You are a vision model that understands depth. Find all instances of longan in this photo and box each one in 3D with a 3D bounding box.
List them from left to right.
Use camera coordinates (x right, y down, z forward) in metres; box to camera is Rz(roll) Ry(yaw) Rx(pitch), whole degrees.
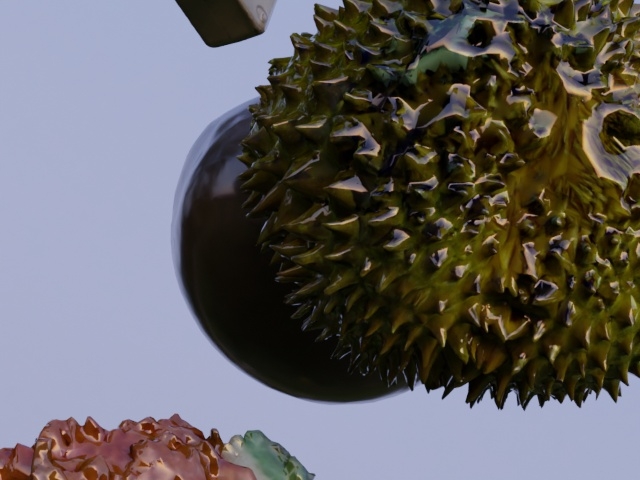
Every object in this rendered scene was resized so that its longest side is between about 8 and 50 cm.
[{"bbox_3d":[0.000,0.000,1.284,0.248,0.248,0.248,19,-27,10],"label":"longan"}]

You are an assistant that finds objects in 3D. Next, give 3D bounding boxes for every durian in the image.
[{"bbox_3d":[0.089,-0.046,1.050,0.291,0.291,0.224,13,-27,22],"label":"durian"}]

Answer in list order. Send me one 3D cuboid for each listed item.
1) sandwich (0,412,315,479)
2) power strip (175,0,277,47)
[{"bbox_3d":[-0.072,0.152,0.637,0.160,0.109,0.184,8,-54,-33],"label":"sandwich"},{"bbox_3d":[-0.033,-0.269,1.166,0.043,0.367,0.106,-12,-49,29],"label":"power strip"}]
